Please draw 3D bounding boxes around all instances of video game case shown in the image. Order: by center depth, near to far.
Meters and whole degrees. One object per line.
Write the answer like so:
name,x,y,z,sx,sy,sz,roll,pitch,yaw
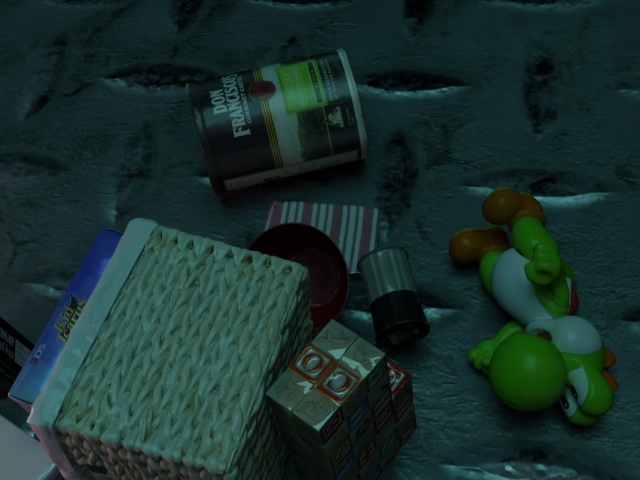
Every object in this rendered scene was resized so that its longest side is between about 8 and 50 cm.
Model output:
video game case,-0.322,0.154,1.360,0.061,0.244,0.269,18,65,14

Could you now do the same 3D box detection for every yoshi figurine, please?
yoshi figurine,0.293,0.105,1.370,0.203,0.203,0.362,-26,56,9

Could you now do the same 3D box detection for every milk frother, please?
milk frother,0.080,0.103,1.427,0.143,0.129,0.134,-9,57,-6

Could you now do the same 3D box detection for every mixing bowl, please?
mixing bowl,-0.027,0.062,1.471,0.182,0.098,0.181,0,91,19

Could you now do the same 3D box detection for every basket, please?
basket,-0.173,0.201,1.278,0.267,0.328,0.331,12,57,11

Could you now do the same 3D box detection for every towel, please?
towel,0.000,0.000,1.577,0.197,0.029,0.144,4,56,8

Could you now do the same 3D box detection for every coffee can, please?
coffee can,-0.073,-0.208,1.627,0.276,0.201,0.201,-14,54,-2

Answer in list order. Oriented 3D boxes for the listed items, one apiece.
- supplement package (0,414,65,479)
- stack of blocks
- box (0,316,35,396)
supplement package,-0.503,0.352,1.322,0.262,0.145,0.204,26,62,24
stack of blocks,0.038,0.228,1.239,0.087,0.297,0.171,31,65,27
box,-0.546,0.174,1.423,0.147,0.180,0.077,-16,55,8
